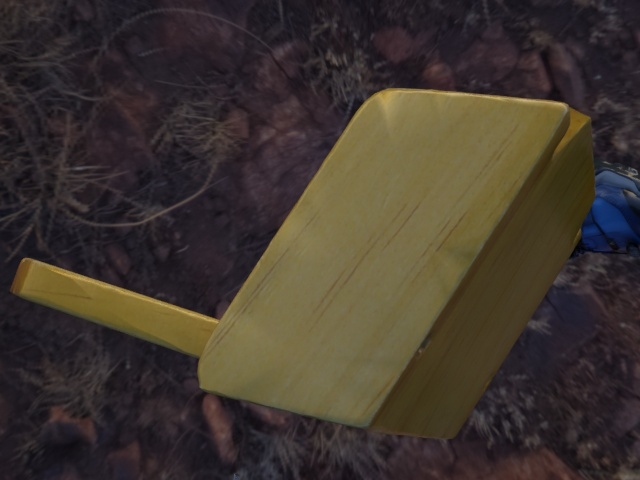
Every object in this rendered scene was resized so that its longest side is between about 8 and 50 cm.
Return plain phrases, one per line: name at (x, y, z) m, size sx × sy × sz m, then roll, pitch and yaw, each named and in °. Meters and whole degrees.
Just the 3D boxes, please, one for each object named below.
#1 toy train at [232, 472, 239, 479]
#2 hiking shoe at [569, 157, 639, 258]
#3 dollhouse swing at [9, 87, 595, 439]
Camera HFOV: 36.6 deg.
toy train at (-0.077, 0.356, 0.915) m, size 0.143 × 0.105 × 0.248 m, roll 28°, pitch 89°, yaw -26°
hiking shoe at (0.217, -0.008, 0.945) m, size 0.113 × 0.304 × 0.132 m, roll 37°, pitch 74°, yaw -44°
dollhouse swing at (0.000, 0.000, 0.765) m, size 0.305 × 0.347 × 0.315 m, roll 32°, pitch 89°, yaw 21°
